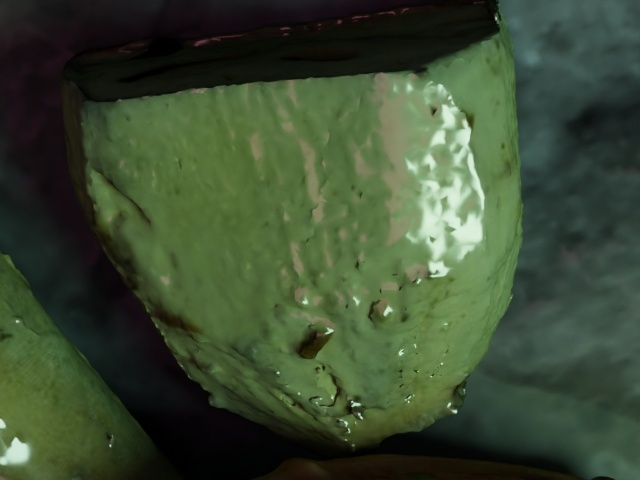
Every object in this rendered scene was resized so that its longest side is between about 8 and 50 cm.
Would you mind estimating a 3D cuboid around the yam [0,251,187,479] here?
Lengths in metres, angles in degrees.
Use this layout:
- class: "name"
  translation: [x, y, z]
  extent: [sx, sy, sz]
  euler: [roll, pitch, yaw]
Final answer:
- class: "yam"
  translation: [-0.059, 0.115, 0.609]
  extent: [0.083, 0.083, 0.371]
  euler: [-34, 103, 15]

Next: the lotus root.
- class: "lotus root"
  translation: [0.001, 0.001, 0.565]
  extent: [0.143, 0.070, 0.144]
  euler: [-15, 109, 11]

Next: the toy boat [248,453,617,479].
- class: "toy boat"
  translation: [0.008, 0.131, 0.545]
  extent: [0.317, 0.141, 0.099]
  euler: [-8, 150, -18]
